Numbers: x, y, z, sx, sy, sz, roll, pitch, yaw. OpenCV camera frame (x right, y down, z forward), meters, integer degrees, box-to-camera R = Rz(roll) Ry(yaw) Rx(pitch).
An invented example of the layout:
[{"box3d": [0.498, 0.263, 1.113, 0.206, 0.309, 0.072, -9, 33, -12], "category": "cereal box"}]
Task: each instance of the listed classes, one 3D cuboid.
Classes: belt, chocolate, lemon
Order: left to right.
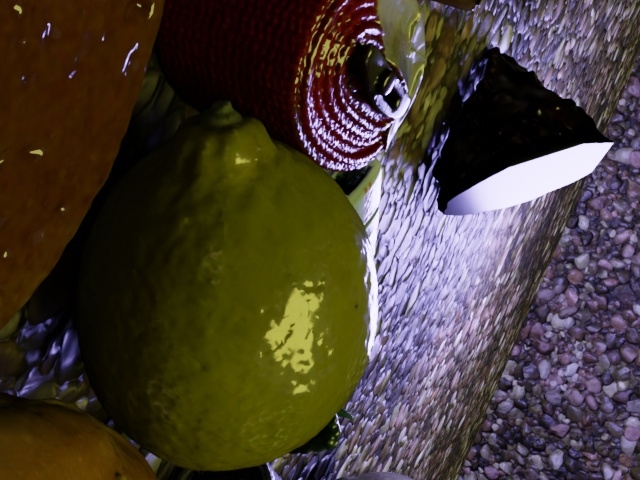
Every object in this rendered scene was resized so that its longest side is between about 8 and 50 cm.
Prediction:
[{"box3d": [-0.053, 0.033, 0.566, 0.184, 0.184, 0.248, -49, 156, -39], "category": "lemon"}, {"box3d": [-0.003, -0.116, 0.604, 0.128, 0.124, 0.201, -65, 160, 3], "category": "belt"}, {"box3d": [0.223, -0.147, 1.194, 0.224, 0.206, 0.177, 72, 1, -76], "category": "chocolate"}]

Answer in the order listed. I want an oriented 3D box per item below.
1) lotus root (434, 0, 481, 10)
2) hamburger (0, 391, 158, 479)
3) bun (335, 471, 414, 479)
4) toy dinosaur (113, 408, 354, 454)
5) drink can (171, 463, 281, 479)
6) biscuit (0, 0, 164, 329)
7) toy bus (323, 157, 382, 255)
[{"box3d": [0.071, -0.219, 0.673, 0.159, 0.135, 0.095, -61, 167, -56], "category": "lotus root"}, {"box3d": [-0.162, 0.151, 0.472, 0.157, 0.144, 0.283, -63, 158, -10], "category": "hamburger"}, {"box3d": [0.036, 0.469, 1.237, 0.365, 0.219, 0.365, 13, 90, -81], "category": "bun"}, {"box3d": [-0.070, 0.130, 0.807, 0.292, 0.120, 0.079, 21, 105, -47], "category": "toy dinosaur"}, {"box3d": [-0.069, 0.267, 0.924, 0.097, 0.097, 0.235, -58, 160, -20], "category": "drink can"}, {"box3d": [-0.171, -0.091, 0.277, 0.351, 0.070, 0.394, -65, 162, -8], "category": "biscuit"}, {"box3d": [0.000, 0.000, 0.800, 0.087, 0.089, 0.194, -50, 156, -37], "category": "toy bus"}]
